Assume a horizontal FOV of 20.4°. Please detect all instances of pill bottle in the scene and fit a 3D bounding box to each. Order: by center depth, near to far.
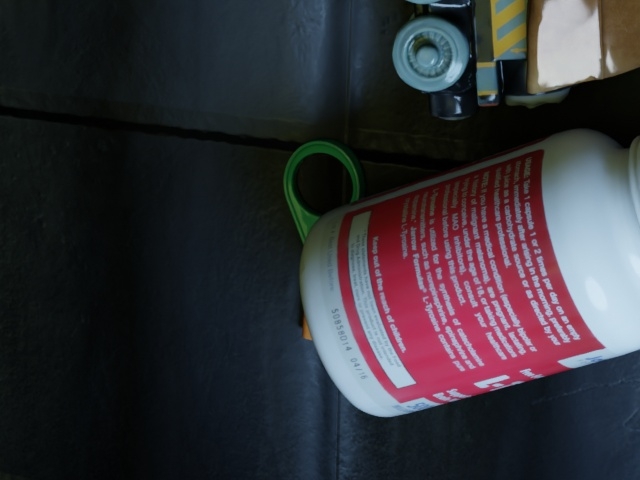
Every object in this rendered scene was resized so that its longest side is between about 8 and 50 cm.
[{"bbox_3d":[0.203,0.023,1.770,0.408,0.229,0.229,-18,97,28],"label":"pill bottle"}]

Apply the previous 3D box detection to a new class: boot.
[{"bbox_3d":[0.191,-0.272,1.663,0.264,0.096,0.280,-15,122,-10],"label":"boot"}]

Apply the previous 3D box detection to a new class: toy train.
[{"bbox_3d":[0.164,-0.284,1.753,0.190,0.142,0.334,-2,106,13],"label":"toy train"}]

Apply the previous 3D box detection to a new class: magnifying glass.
[{"bbox_3d":[0.000,0.000,1.969,0.092,0.026,0.231,10,110,21],"label":"magnifying glass"}]
